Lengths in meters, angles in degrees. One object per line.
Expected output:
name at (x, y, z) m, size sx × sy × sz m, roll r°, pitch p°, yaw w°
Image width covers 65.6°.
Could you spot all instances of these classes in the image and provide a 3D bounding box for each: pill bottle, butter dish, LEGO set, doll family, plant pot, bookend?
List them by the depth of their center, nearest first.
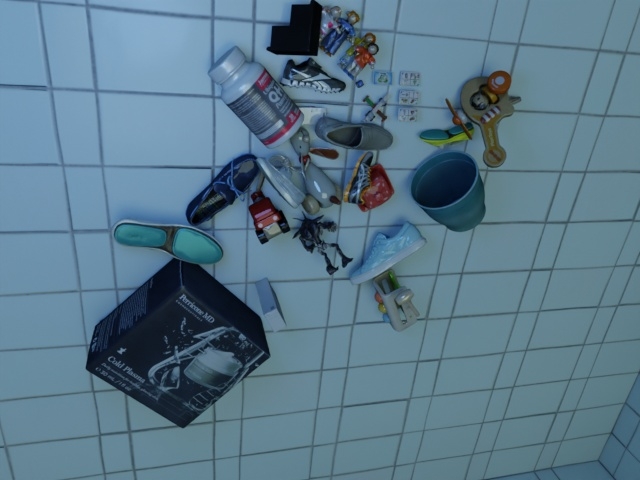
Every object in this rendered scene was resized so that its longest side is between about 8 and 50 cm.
bookend at (-0.085, -0.687, 1.610) m, size 0.157 × 0.072 × 0.156 m, roll 9°, pitch 101°, yaw 22°
pill bottle at (-0.216, -0.473, 1.645) m, size 0.176 × 0.176 × 0.318 m, roll -41°, pitch 119°, yaw 7°
doll family at (0.089, -0.680, 1.680) m, size 0.263 × 0.118 × 0.163 m, roll 42°, pitch 107°, yaw -10°
LEGO set at (0.242, -0.531, 1.834) m, size 0.245 × 0.060 × 0.182 m, roll -3°, pitch 105°, yaw -16°
butter dish at (0.213, -0.189, 1.943) m, size 0.160 × 0.118 × 0.159 m, roll -31°, pitch 119°, yaw 2°
plant pot at (0.532, -0.171, 1.971) m, size 0.272 × 0.271 × 0.255 m, roll -41°, pitch 133°, yaw 7°

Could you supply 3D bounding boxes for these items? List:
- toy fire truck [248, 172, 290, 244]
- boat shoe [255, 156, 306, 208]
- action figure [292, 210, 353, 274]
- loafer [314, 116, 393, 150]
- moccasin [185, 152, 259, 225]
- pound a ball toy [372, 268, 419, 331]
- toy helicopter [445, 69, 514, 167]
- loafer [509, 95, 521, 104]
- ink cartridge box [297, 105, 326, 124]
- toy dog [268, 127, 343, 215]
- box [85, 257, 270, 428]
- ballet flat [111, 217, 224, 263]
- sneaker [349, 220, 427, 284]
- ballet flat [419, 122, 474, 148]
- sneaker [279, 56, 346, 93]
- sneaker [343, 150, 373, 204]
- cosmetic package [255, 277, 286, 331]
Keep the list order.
toy fire truck at (-0.201, -0.142, 1.809) m, size 0.159 × 0.217 × 0.246 m, roll -27°, pitch 105°, yaw 0°
boat shoe at (-0.133, -0.214, 1.730) m, size 0.081 × 0.079 × 0.227 m, roll -43°, pitch 118°, yaw -6°
action figure at (0.000, 0.000, 1.974) m, size 0.164 × 0.141 × 0.275 m, roll -35°, pitch 94°, yaw 13°
loafer at (0.134, -0.376, 1.818) m, size 0.320 × 0.111 × 0.112 m, roll 2°, pitch 123°, yaw -25°
moccasin at (-0.342, -0.167, 1.799) m, size 0.342 × 0.117 × 0.138 m, roll -45°, pitch 119°, yaw 9°
pound a ball toy at (0.321, 0.278, 2.121) m, size 0.136 × 0.208 × 0.319 m, roll -28°, pitch 134°, yaw -3°
toy helicopter at (0.604, -0.439, 1.851) m, size 0.235 × 0.140 × 0.354 m, roll -10°, pitch 80°, yaw 11°
loafer at (0.729, -0.547, 1.951) m, size 0.125 × 0.045 × 0.039 m, roll -20°, pitch 113°, yaw -2°
ink cartridge box at (-0.038, -0.451, 1.791) m, size 0.115 × 0.029 × 0.062 m, roll -4°, pitch 117°, yaw -15°
toy dog at (-0.012, -0.238, 1.816) m, size 0.220 × 0.161 × 0.333 m, roll -52°, pitch 123°, yaw -14°
box at (-0.537, 0.388, 1.930) m, size 0.472 × 0.297 × 0.480 m, roll -41°, pitch 119°, yaw 5°
ballet flat at (-0.551, -0.013, 1.815) m, size 0.401 × 0.139 × 0.139 m, roll 14°, pitch 112°, yaw -26°
sneaker at (0.258, 0.048, 2.094) m, size 0.366 × 0.135 × 0.150 m, roll -34°, pitch 84°, yaw 12°
ballet flat at (0.495, -0.400, 1.945) m, size 0.231 × 0.077 × 0.077 m, roll -14°, pitch 136°, yaw -10°
sneaker at (-0.018, -0.570, 1.708) m, size 0.235 × 0.078 × 0.106 m, roll 4°, pitch 117°, yaw -15°
sneaker at (0.159, -0.233, 1.870) m, size 0.083 × 0.084 × 0.214 m, roll 23°, pitch 95°, yaw 14°
cosmetic package at (-0.201, 0.254, 1.981) m, size 0.061 × 0.239 × 0.098 m, roll -28°, pitch 120°, yaw -2°
